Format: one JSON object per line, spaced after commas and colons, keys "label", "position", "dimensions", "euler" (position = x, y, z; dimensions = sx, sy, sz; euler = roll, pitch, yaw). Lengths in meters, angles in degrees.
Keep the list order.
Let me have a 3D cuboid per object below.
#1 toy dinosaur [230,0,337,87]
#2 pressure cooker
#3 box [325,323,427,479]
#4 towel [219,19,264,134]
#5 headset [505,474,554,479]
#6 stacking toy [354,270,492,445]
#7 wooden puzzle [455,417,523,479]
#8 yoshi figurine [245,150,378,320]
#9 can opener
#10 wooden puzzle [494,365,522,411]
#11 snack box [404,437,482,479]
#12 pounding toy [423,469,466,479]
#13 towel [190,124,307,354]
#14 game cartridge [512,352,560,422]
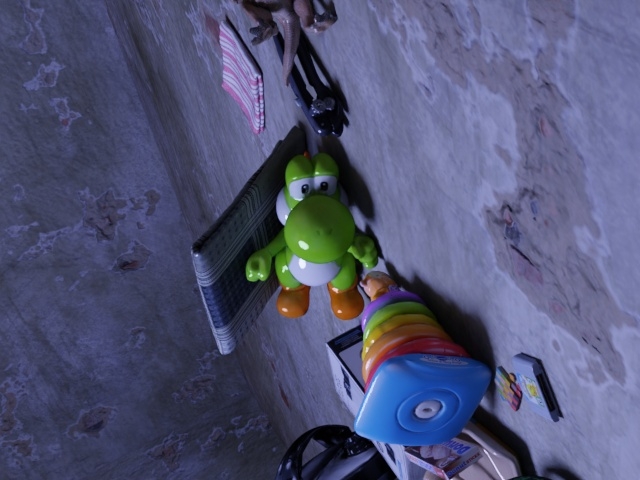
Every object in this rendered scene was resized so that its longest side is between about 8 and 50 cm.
{"label": "toy dinosaur", "position": [-0.085, -0.364, 1.199], "dimensions": [0.296, 0.127, 0.200], "euler": [59, 179, -37]}
{"label": "pressure cooker", "position": [0.064, 0.585, 1.823], "dimensions": [0.420, 0.375, 0.370], "euler": [61, 160, 1]}
{"label": "box", "position": [0.124, 0.318, 1.698], "dimensions": [0.290, 0.087, 0.169], "euler": [51, 161, 41]}
{"label": "towel", "position": [-0.152, -0.308, 1.701], "dimensions": [0.144, 0.029, 0.197], "euler": [57, 164, 22]}
{"label": "headset", "position": [0.255, 0.509, 1.157], "dimensions": [0.243, 0.185, 0.394], "euler": [17, 106, 47]}
{"label": "stacking toy", "position": [0.121, 0.143, 1.336], "dimensions": [0.302, 0.175, 0.166], "euler": [-107, 30, -51]}
{"label": "wooden puzzle", "position": [0.265, 0.358, 1.376], "dimensions": [0.221, 0.044, 0.239], "euler": [34, 152, 62]}
{"label": "yoshi figurine", "position": [-0.008, 0.021, 1.486], "dimensions": [0.203, 0.203, 0.362], "euler": [37, 152, 28]}
{"label": "can opener", "position": [-0.022, -0.234, 1.307], "dimensions": [0.186, 0.059, 0.073], "euler": [61, 166, 8]}
{"label": "wooden puzzle", "position": [0.252, 0.200, 1.198], "dimensions": [0.049, 0.006, 0.083], "euler": [54, 163, 34]}
{"label": "snack box", "position": [0.185, 0.326, 1.358], "dimensions": [0.022, 0.064, 0.178], "euler": [60, 167, -3]}
{"label": "pounding toy", "position": [0.220, 0.467, 1.335], "dimensions": [0.269, 0.154, 0.155], "euler": [51, 168, 19]}
{"label": "towel", "position": [-0.113, -0.001, 1.573], "dimensions": [0.056, 0.324, 0.312], "euler": [23, 148, 22]}
{"label": "game cartridge", "position": [0.266, 0.182, 1.104], "dimensions": [0.083, 0.017, 0.056], "euler": [67, 169, -11]}
